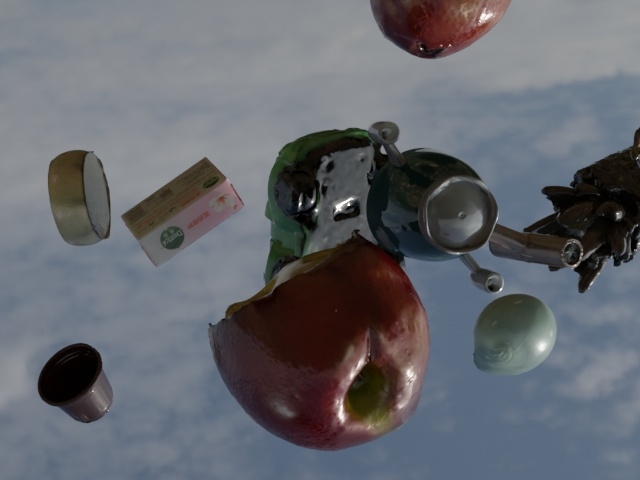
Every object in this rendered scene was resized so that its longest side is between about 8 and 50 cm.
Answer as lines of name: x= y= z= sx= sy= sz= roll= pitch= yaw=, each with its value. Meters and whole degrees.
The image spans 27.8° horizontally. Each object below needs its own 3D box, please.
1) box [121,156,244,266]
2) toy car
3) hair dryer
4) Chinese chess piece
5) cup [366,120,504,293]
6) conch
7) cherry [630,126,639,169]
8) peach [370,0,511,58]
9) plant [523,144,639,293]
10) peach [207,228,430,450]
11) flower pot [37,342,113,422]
box: x=-0.158 y=-0.034 z=1.476 sx=0.125 sy=0.043 sz=0.089 roll=-35 pitch=-151 yaw=-5
toy car: x=0.000 y=0.000 z=2.049 sx=0.213 sy=0.359 sz=0.176 roll=-17 pitch=-157 yaw=-36
hair dryer: x=0.308 y=-0.017 z=2.203 sx=0.220 sy=0.054 sz=0.195 roll=25 pitch=171 yaw=-32
Chinese chess piece: x=-0.303 y=-0.054 z=1.632 sx=0.051 sy=0.122 sz=0.122 roll=-8 pitch=-161 yaw=7
cup: x=0.165 y=-0.044 z=1.815 sx=0.167 sy=0.300 sz=0.173 roll=-39 pitch=-164 yaw=-7
conch: x=0.374 y=0.194 z=2.497 sx=0.185 sy=0.221 sz=0.121 roll=-35 pitch=-124 yaw=17
cherry: x=0.495 y=-0.137 z=1.858 sx=0.090 sy=0.107 sz=0.225 roll=39 pitch=-171 yaw=23
peach: x=0.207 y=-0.436 z=2.192 sx=0.238 sy=0.281 sz=0.281 roll=18 pitch=-153 yaw=24
plant: x=0.529 y=-0.040 z=2.382 sx=0.320 sy=0.182 sz=0.194 roll=-35 pitch=-128 yaw=-30
peach: x=-0.012 y=0.107 z=1.630 sx=0.281 sy=0.281 sz=0.338 roll=-11 pitch=-148 yaw=-22
flower pot: x=-0.363 y=0.227 z=1.977 sx=0.111 sy=0.089 sz=0.111 roll=-14 pitch=-133 yaw=15
